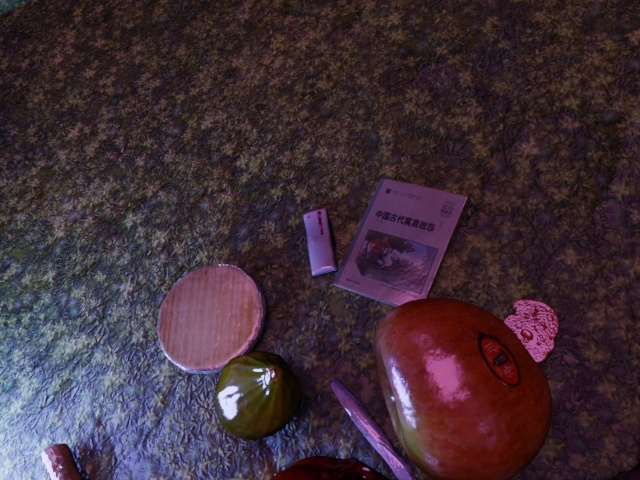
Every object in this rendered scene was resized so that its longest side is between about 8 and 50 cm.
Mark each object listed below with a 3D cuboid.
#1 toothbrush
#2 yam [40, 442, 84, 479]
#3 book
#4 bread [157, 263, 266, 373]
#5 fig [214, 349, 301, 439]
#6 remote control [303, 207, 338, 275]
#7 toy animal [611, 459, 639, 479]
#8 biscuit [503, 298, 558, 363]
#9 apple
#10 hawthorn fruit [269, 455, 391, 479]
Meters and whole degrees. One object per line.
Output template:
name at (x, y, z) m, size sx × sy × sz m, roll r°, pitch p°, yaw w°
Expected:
toothbrush at (0.143, 0.407, 0.950) m, size 0.035 × 0.042 × 0.413 m, roll -41°, pitch 57°, yaw -4°
yam at (-0.499, 0.545, 1.080) m, size 0.066 × 0.066 × 0.299 m, roll -43°, pitch 60°, yaw -6°
book at (0.174, 0.004, 1.149) m, size 0.215 × 0.025 × 0.283 m, roll 16°, pitch 72°, yaw 26°
bread at (-0.246, 0.176, 1.192) m, size 0.267 × 0.040 × 0.267 m, roll -7°, pitch 63°, yaw 15°
fig at (-0.105, 0.287, 1.008) m, size 0.233 × 0.167 × 0.167 m, roll -32°, pitch 55°, yaw 32°
remote control at (0.000, 0.000, 1.205) m, size 0.065 × 0.029 × 0.166 m, roll -16°, pitch 60°, yaw 12°
toy animal at (0.524, 0.393, 0.816) m, size 0.232 × 0.084 × 0.148 m, roll -33°, pitch 47°, yaw 2°
biscuit at (0.392, 0.174, 0.993) m, size 0.102 × 0.019 × 0.130 m, roll 21°, pitch 72°, yaw 25°
apple at (0.233, 0.239, 0.875) m, size 0.250 × 0.277 × 0.309 m, roll -17°, pitch 85°, yaw -4°
hawthorn fruit at (0.003, 0.488, 0.812) m, size 0.295 × 0.295 × 0.311 m, roll 32°, pitch 67°, yaw 29°
